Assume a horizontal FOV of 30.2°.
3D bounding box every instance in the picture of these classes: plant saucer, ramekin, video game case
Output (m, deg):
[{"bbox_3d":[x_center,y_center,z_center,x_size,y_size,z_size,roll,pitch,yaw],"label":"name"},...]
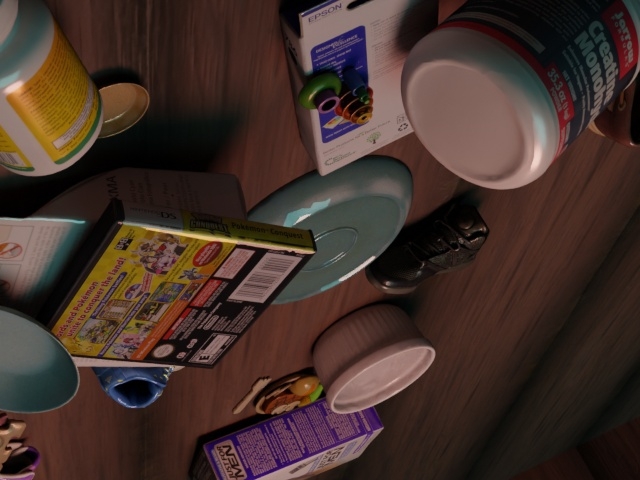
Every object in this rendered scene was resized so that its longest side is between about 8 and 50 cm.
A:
[{"bbox_3d":[-0.217,-0.137,1.216,0.083,0.015,0.083,-23,154,-12],"label":"plant saucer"},{"bbox_3d":[0.000,0.000,1.674,0.317,0.044,0.318,-23,154,-12],"label":"plant saucer"},{"bbox_3d":[0.084,0.199,2.053,0.207,0.109,0.207,-25,155,-12],"label":"ramekin"},{"bbox_3d":[-0.176,0.060,1.376,0.248,0.035,0.275,9,140,-32],"label":"video game case"},{"bbox_3d":[-0.365,0.126,1.362,0.194,0.037,0.195,7,137,7],"label":"plant saucer"}]

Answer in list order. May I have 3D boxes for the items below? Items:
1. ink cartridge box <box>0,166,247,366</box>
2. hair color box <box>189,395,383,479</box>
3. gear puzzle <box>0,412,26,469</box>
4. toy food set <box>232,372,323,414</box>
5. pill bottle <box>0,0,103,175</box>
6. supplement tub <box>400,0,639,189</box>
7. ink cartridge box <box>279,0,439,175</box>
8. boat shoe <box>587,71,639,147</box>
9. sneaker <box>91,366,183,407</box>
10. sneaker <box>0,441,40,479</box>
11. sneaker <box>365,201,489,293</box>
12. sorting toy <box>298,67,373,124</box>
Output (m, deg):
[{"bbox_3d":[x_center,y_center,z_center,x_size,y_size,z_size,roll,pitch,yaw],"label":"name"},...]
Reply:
[{"bbox_3d":[-0.314,0.035,1.398,0.385,0.091,0.308,4,142,-25],"label":"ink cartridge box"},{"bbox_3d":[-0.067,0.400,2.252,0.338,0.110,0.185,-17,158,-22],"label":"hair color box"},{"bbox_3d":[-0.572,0.288,1.572,0.339,0.044,0.175,10,121,-46],"label":"gear puzzle"},{"bbox_3d":[-0.057,0.282,2.137,0.192,0.038,0.132,-5,145,-43],"label":"toy food set"},{"bbox_3d":[-0.271,-0.150,1.016,0.117,0.118,0.208,-28,155,-3],"label":"pill bottle"},{"bbox_3d":[0.235,-0.201,1.297,0.272,0.191,0.191,-43,163,-30],"label":"supplement tub"},{"bbox_3d":[0.048,-0.206,1.319,0.165,0.065,0.333,-26,156,-9],"label":"ink cartridge box"},{"bbox_3d":[0.427,-0.268,1.407,0.123,0.123,0.342,22,104,-21],"label":"boat shoe"},{"bbox_3d":[-0.246,0.184,1.650,0.091,0.126,0.240,-39,153,19],"label":"sneaker"},{"bbox_3d":[-0.466,0.388,1.829,0.161,0.102,0.282,-37,154,8],"label":"sneaker"},{"bbox_3d":[0.171,0.006,1.820,0.227,0.087,0.130,-15,150,-35],"label":"sneaker"},{"bbox_3d":[0.027,-0.149,1.276,0.102,0.042,0.061,1,141,-48],"label":"sorting toy"}]
